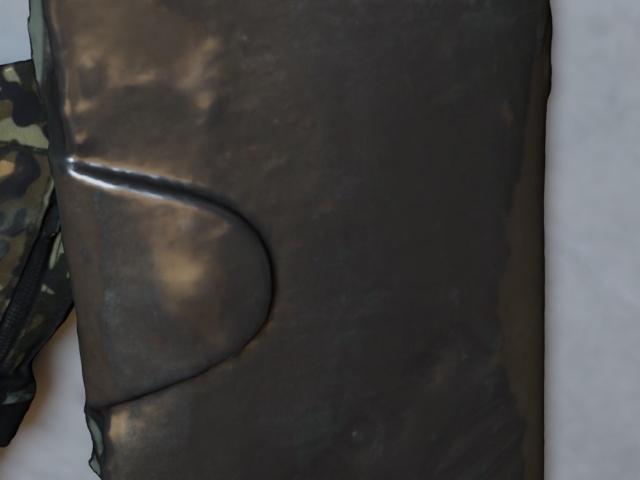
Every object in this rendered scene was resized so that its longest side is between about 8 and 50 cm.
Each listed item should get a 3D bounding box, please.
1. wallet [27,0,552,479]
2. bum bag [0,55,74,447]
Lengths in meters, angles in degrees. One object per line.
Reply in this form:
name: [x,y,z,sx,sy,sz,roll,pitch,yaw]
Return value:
wallet: [0.000,0.000,0.421,0.165,0.042,0.310,-9,117,-14]
bum bag: [-0.145,0.039,0.448,0.102,0.069,0.248,7,120,-41]
